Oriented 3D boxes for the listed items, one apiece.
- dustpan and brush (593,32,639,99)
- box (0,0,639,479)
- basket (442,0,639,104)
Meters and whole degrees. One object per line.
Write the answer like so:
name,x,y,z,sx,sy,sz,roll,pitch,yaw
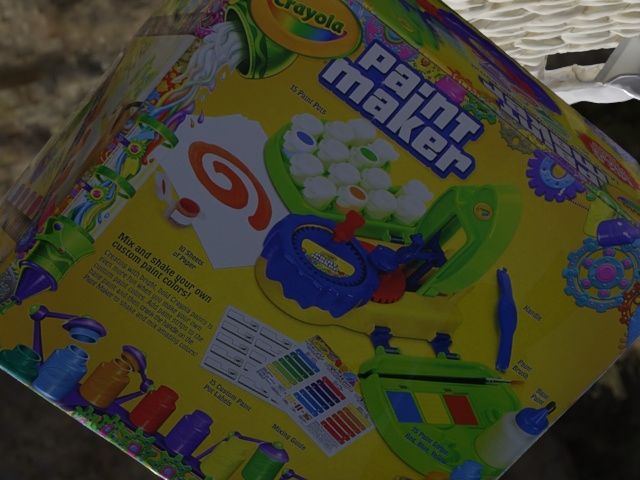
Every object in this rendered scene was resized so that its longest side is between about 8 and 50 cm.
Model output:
dustpan and brush,0.288,-0.102,1.072,0.147,0.211,0.060,-46,156,-65
box,0.000,0.000,0.976,0.290,0.177,0.279,37,108,-17
basket,0.188,-0.296,1.212,0.328,0.331,0.266,-6,160,0
